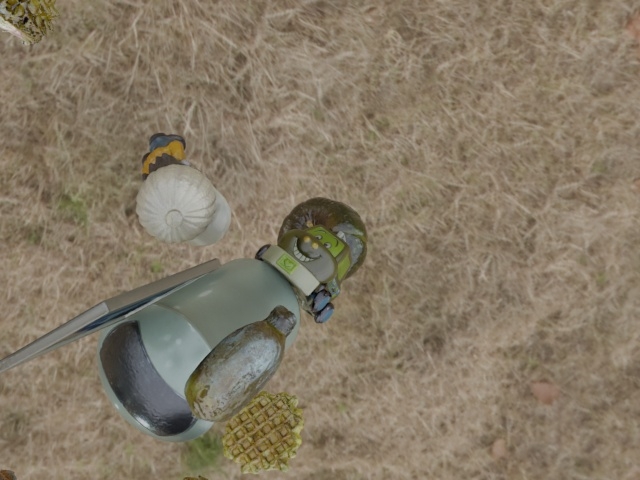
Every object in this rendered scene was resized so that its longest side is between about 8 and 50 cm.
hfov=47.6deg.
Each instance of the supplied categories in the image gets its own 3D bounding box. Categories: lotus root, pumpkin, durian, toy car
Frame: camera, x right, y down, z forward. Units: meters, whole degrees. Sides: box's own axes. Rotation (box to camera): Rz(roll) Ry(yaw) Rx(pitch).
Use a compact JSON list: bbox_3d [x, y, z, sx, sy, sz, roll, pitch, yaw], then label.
[{"bbox_3d":[-0.106,0.166,0.986,0.088,0.113,0.192,44,78,7],"label":"lotus root"},{"bbox_3d":[-0.001,-0.001,1.913,0.260,0.260,0.189,-42,145,9],"label":"pumpkin"},{"bbox_3d":[-0.558,-0.427,1.235,0.224,0.078,0.140,23,108,-21],"label":"durian"},{"bbox_3d":[-0.015,0.053,1.703,0.198,0.204,0.248,-47,159,-12],"label":"toy car"}]

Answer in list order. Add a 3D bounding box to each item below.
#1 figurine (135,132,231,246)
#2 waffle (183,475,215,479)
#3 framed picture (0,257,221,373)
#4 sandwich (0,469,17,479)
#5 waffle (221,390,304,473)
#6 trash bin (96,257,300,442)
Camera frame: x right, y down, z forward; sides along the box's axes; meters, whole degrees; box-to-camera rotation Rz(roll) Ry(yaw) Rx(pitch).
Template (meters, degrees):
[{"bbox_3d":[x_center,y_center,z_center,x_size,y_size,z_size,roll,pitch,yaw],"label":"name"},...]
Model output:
[{"bbox_3d":[-0.349,-0.125,1.655,0.205,0.332,0.185,1,125,-43],"label":"figurine"},{"bbox_3d":[-0.231,0.523,1.295,0.260,0.293,0.069,9,110,-26],"label":"waffle"},{"bbox_3d":[-0.316,0.109,1.116,0.232,0.315,0.024,-28,90,23],"label":"framed picture"},{"bbox_3d":[-0.790,0.533,1.503,0.301,0.162,0.250,-2,94,-34],"label":"sandwich"},{"bbox_3d":[-0.165,0.547,2.072,0.238,0.243,0.058,5,154,18],"label":"waffle"},{"bbox_3d":[-0.240,0.209,1.474,0.281,0.432,0.280,7,108,23],"label":"trash bin"}]
